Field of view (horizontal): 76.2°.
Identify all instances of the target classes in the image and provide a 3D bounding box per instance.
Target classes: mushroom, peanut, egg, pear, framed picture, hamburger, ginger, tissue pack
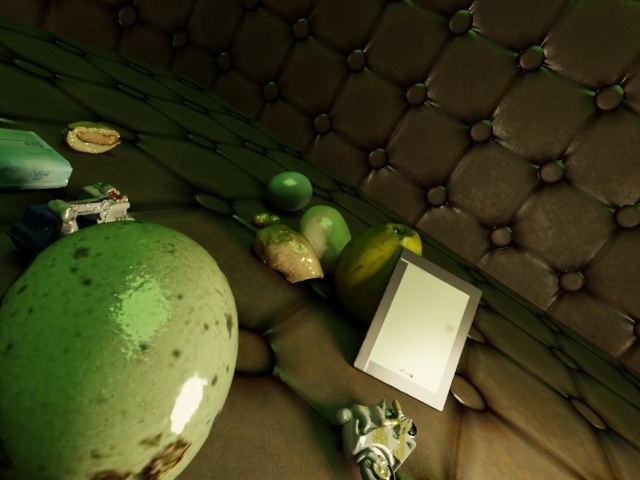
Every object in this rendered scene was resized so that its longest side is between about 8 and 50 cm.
[{"bbox_3d":[0.000,0.000,1.381,0.246,0.203,0.245,33,51,-54],"label":"mushroom"},{"bbox_3d":[-0.193,-0.071,1.462,0.113,0.053,0.054,6,31,-44],"label":"peanut"},{"bbox_3d":[-0.248,0.136,0.520,0.288,0.287,0.379,17,34,-34],"label":"egg"},{"bbox_3d":[-0.130,-0.205,1.710,0.168,0.168,0.231,39,25,22],"label":"egg"},{"bbox_3d":[0.173,0.093,1.223,0.253,0.307,0.252,19,25,-10],"label":"pear"},{"bbox_3d":[0.262,0.223,1.062,0.265,0.346,0.016,28,-18,-7],"label":"framed picture"},{"bbox_3d":[-0.727,-0.325,1.269,0.102,0.087,0.176,25,24,22],"label":"hamburger"},{"bbox_3d":[-0.104,0.034,1.218,0.267,0.152,0.138,43,51,19],"label":"ginger"},{"bbox_3d":[-0.728,-0.186,0.903,0.177,0.089,0.263,37,21,12],"label":"tissue pack"}]

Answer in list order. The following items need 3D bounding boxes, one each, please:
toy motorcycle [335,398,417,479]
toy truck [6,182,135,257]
[{"bbox_3d":[0.101,0.369,0.781,0.152,0.073,0.225,35,20,20],"label":"toy motorcycle"},{"bbox_3d":[-0.452,-0.025,0.780,0.161,0.176,0.213,33,20,8],"label":"toy truck"}]
